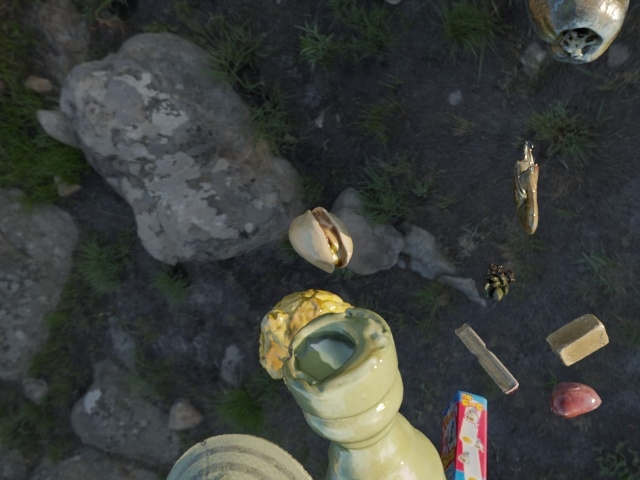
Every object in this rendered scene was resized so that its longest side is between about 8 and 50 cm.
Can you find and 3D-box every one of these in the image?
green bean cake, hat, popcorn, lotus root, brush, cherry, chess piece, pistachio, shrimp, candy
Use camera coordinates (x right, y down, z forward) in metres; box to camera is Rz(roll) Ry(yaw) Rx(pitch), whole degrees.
[{"bbox_3d":[0.890,0.342,1.712,0.179,0.085,0.109,-37,121,10],"label":"green bean cake"},{"bbox_3d":[-0.119,0.378,0.601,0.252,0.110,0.251,-1,86,16],"label":"hat"},{"bbox_3d":[-0.052,0.357,1.856,0.354,0.390,0.344,-14,111,54],"label":"popcorn"},{"bbox_3d":[0.423,-0.445,0.820,0.140,0.158,0.322,-19,57,45],"label":"lotus root"},{"bbox_3d":[0.595,0.422,1.781,0.060,0.050,0.321,-38,37,5],"label":"brush"},{"bbox_3d":[0.689,0.432,1.359,0.126,0.106,0.086,-29,97,13],"label":"cherry"},{"bbox_3d":[0.082,0.334,0.872,0.234,0.234,0.441,-2,123,26],"label":"chess piece"},{"bbox_3d":[0.000,0.000,1.774,0.318,0.194,0.213,-128,26,-50],"label":"pistachio"},{"bbox_3d":[0.560,-0.142,1.345,0.059,0.145,0.254,0,103,16],"label":"shrimp"},{"bbox_3d":[0.431,0.633,1.499,0.100,0.305,0.157,16,134,3],"label":"candy"}]

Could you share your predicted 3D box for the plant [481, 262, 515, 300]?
[{"bbox_3d":[0.459,0.109,1.288,0.085,0.174,0.087,-5,103,30],"label":"plant"}]
